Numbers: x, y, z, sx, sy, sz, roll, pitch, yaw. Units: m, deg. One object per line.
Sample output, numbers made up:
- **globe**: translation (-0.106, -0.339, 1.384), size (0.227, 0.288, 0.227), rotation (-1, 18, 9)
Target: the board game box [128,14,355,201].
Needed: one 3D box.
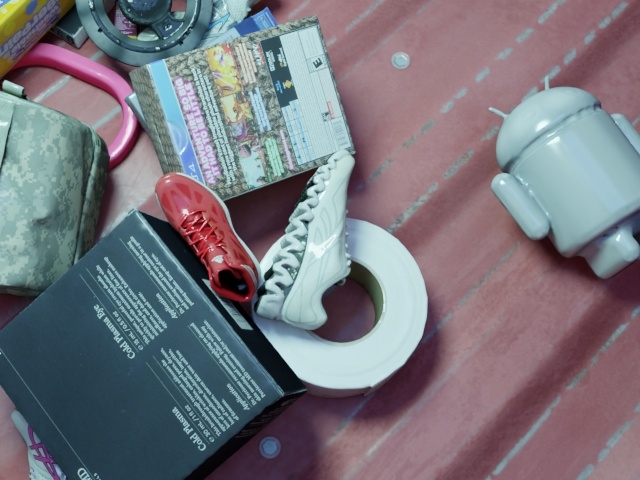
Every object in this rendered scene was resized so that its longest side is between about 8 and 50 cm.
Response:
- **board game box**: translation (-0.125, -0.207, 1.410), size (0.290, 0.141, 0.232), rotation (-21, 103, -20)

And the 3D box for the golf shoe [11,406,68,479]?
- **golf shoe**: translation (-0.414, 0.330, 1.314), size (0.086, 0.067, 0.186), rotation (-41, 80, -15)

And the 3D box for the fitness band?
- **fitness band**: translation (-0.458, -0.230, 1.509), size (0.290, 0.054, 0.209), rotation (24, 71, 2)

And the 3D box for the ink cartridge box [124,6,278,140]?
- **ink cartridge box**: translation (-0.157, -0.252, 1.505), size (0.311, 0.065, 0.186), rotation (-38, 105, -18)

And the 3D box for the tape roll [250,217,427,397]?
- **tape roll**: translation (0.028, 0.110, 1.414), size (0.286, 0.100, 0.286), rotation (2, 71, -5)

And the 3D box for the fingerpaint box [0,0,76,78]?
- **fingerpaint box**: translation (-0.583, -0.524, 1.470), size (0.371, 0.163, 0.445), rotation (37, 70, 0)

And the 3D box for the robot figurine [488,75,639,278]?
- **robot figurine**: translation (0.433, -0.112, 1.474), size (0.299, 0.200, 0.354), rotation (-26, 75, -22)

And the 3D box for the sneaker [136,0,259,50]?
- **sneaker**: translation (-0.188, -0.375, 1.570), size (0.283, 0.110, 0.122), rotation (-35, 89, -8)

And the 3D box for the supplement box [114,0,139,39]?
- **supplement box**: translation (-0.349, -0.384, 1.571), size (0.043, 0.055, 0.083), rotation (0, 72, -7)

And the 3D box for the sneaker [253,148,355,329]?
- **sneaker**: translation (0.000, 0.000, 1.349), size (0.118, 0.110, 0.292), rotation (23, 78, -5)

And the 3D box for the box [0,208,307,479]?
- **box**: translation (-0.254, 0.189, 1.274), size (0.312, 0.179, 0.343), rotation (-40, 78, 3)

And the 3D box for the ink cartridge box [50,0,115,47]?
- **ink cartridge box**: translation (-0.470, -0.486, 1.600), size (0.206, 0.045, 0.208), rotation (31, 69, 5)

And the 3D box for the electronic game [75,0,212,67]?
- **electronic game**: translation (-0.298, -0.409, 1.479), size (0.229, 0.048, 0.229), rotation (-1, 93, -13)

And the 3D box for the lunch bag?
- **lunch bag**: translation (-0.460, -0.064, 1.315), size (0.212, 0.256, 0.305), rotation (11, 85, -1)

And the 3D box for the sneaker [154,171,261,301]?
- **sneaker**: translation (-0.158, -0.004, 1.268), size (0.087, 0.128, 0.221), rotation (-41, 103, 2)
